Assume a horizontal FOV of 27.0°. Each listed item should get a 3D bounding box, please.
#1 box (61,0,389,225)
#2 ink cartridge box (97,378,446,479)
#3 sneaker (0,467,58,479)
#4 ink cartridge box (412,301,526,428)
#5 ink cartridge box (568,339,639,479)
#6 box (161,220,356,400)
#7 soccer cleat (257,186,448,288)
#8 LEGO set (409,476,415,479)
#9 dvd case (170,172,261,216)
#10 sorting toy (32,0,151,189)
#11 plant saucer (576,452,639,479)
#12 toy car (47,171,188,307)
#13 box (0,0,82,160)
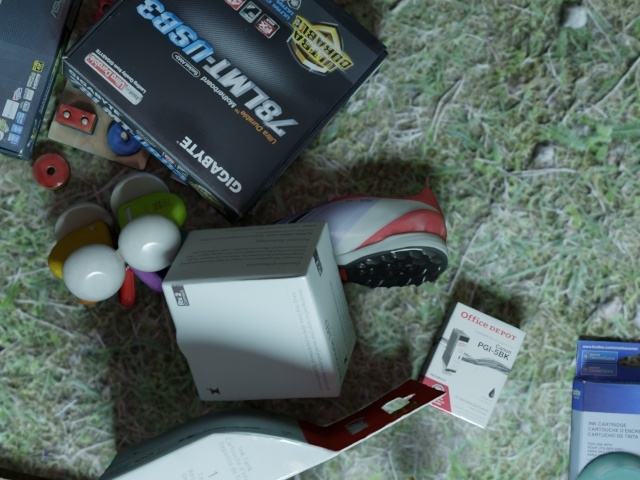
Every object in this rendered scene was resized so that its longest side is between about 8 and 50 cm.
[{"bbox_3d":[-0.117,-0.222,1.661,0.295,0.073,0.293,42,73,0],"label":"box"},{"bbox_3d":[-0.062,0.220,1.541,0.385,0.308,0.091,-26,89,-4],"label":"ink cartridge box"},{"bbox_3d":[-0.341,0.343,1.647,0.192,0.064,0.086,14,93,-1],"label":"sneaker"},{"bbox_3d":[0.187,0.156,1.681,0.099,0.056,0.135,23,86,0],"label":"ink cartridge box"},{"bbox_3d":[0.411,0.284,1.683,0.186,0.065,0.311,3,84,-3],"label":"ink cartridge box"},{"bbox_3d":[-0.069,0.085,1.576,0.182,0.119,0.181,-3,123,18],"label":"box"},{"bbox_3d":[0.000,0.000,1.674,0.318,0.108,0.116,-5,55,6],"label":"soccer cleat"},{"bbox_3d":[0.017,0.426,1.611,0.255,0.192,0.331,-15,111,-31],"label":"LEGO set"},{"bbox_3d":[-0.121,-0.093,1.706,0.119,0.013,0.087,25,85,-1],"label":"dvd case"},{"bbox_3d":[-0.262,-0.181,1.690,0.132,0.046,0.274,20,85,-1],"label":"sorting toy"},{"bbox_3d":[0.371,0.322,1.638,0.119,0.021,0.119,0,87,-1],"label":"plant saucer"},{"bbox_3d":[-0.236,0.015,1.640,0.182,0.159,0.136,-28,124,2],"label":"toy car"},{"bbox_3d":[-0.423,-0.237,1.679,0.183,0.059,0.233,18,85,0],"label":"box"}]
